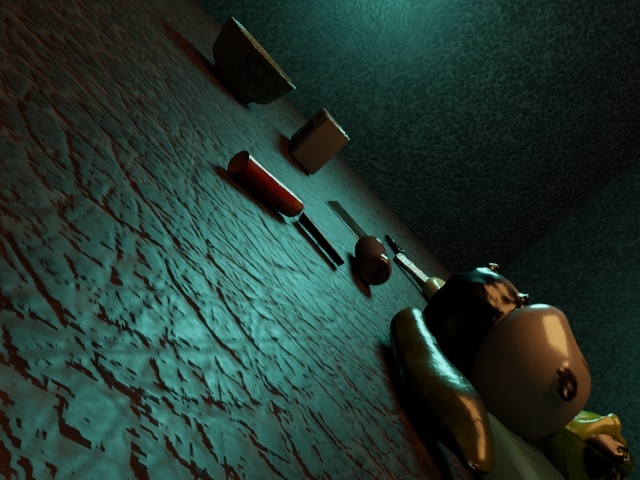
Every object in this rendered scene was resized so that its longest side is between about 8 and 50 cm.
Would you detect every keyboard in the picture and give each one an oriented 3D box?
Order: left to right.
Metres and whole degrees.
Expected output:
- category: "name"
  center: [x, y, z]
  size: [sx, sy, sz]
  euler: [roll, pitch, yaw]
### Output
- category: "keyboard"
  center: [0.273, 0.099, 1.656]
  size: [0.101, 0.018, 0.310]
  euler: [40, 13, -48]

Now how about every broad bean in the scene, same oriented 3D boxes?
- category: "broad bean"
  center: [0.121, 0.139, 0.658]
  size: [0.075, 0.067, 0.325]
  euler: [54, 9, -20]

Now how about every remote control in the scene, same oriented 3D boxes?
- category: "remote control"
  center: [0.000, 0.000, 0.829]
  size: [0.091, 0.016, 0.034]
  euler: [50, -6, 6]

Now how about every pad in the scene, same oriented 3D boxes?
- category: "pad"
  center: [0.066, -0.042, 1.331]
  size: [0.127, 0.004, 0.190]
  euler: [49, 10, 3]

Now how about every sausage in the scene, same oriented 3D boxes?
- category: "sausage"
  center: [-0.062, -0.064, 0.747]
  size: [0.129, 0.034, 0.034]
  euler: [40, 12, -45]

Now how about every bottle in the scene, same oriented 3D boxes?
- category: "bottle"
  center: [0.084, 0.031, 0.973]
  size: [0.053, 0.053, 0.140]
  euler: [47, 10, -10]

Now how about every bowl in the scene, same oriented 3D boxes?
- category: "bowl"
  center: [-0.164, -0.385, 1.336]
  size: [0.211, 0.112, 0.211]
  euler: [46, 9, -9]

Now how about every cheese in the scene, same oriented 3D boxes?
- category: "cheese"
  center: [0.278, 0.116, 1.505]
  size: [0.235, 0.050, 0.127]
  euler: [41, 25, 11]

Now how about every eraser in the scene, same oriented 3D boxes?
- category: "eraser"
  center: [-0.006, -0.248, 1.462]
  size: [0.081, 0.124, 0.279]
  euler: [46, 10, -14]

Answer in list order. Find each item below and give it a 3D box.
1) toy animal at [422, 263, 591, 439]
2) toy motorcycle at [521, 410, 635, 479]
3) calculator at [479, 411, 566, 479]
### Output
- category: "toy animal"
  center: [0.264, 0.163, 0.839]
  size: [0.235, 0.165, 0.187]
  euler: [39, -32, 43]
- category: "toy motorcycle"
  center: [0.429, 0.343, 0.991]
  size: [0.342, 0.142, 0.206]
  euler: [43, 1, -41]
- category: "calculator"
  center: [0.278, 0.341, 0.620]
  size: [0.256, 0.054, 0.386]
  euler: [40, 13, -42]
